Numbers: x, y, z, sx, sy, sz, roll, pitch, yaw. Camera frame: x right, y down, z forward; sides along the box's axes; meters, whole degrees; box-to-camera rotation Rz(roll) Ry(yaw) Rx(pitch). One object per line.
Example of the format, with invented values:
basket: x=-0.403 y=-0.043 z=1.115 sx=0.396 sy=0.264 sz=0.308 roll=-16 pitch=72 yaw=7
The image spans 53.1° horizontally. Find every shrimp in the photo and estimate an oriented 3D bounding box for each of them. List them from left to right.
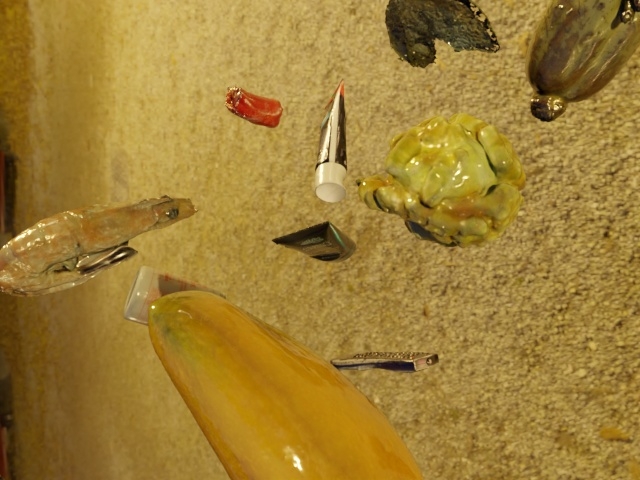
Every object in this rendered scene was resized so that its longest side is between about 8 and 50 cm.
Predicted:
shrimp: x=-0.238 y=0.004 z=0.695 sx=0.047 sy=0.223 sz=0.126 roll=55 pitch=147 yaw=22

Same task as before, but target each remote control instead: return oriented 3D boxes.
remote control: x=0.095 y=0.191 z=1.006 sx=0.212 sy=0.059 sz=0.028 roll=-14 pitch=82 yaw=54

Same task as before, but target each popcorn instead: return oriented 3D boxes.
popcorn: x=0.262 y=-0.128 z=1.332 sx=0.335 sy=0.274 sz=0.279 roll=39 pitch=106 yaw=32

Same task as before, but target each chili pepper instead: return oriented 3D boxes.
chili pepper: x=-0.137 y=-0.279 z=1.347 sx=0.073 sy=0.123 sz=0.070 roll=-25 pitch=58 yaw=47

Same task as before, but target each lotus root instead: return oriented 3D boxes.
lotus root: x=0.461 y=-0.350 z=1.130 sx=0.173 sy=0.173 sz=0.309 roll=64 pitch=145 yaw=32

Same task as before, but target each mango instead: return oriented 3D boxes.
mango: x=-0.018 y=0.154 z=0.509 sx=0.119 sy=0.317 sz=0.176 roll=-40 pitch=13 yaw=9

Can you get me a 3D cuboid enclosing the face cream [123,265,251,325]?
face cream: x=-0.219 y=0.129 z=1.158 sx=0.101 sy=0.252 sz=0.101 roll=-55 pitch=24 yaw=39

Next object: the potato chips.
potato chips: x=0.203 y=-0.377 z=1.148 sx=0.220 sy=0.202 sz=0.029 roll=-19 pitch=44 yaw=64

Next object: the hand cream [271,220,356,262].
hand cream: x=0.000 y=0.000 z=1.334 sx=0.120 sy=0.270 sz=0.061 roll=-17 pitch=75 yaw=15

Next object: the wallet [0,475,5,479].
wallet: x=-0.280 y=0.231 z=0.473 sx=0.244 sy=0.124 sz=0.025 roll=44 pitch=164 yaw=0

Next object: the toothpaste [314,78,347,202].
toothpaste: x=0.018 y=-0.148 z=0.936 sx=0.071 sy=0.045 sz=0.193 roll=127 pitch=152 yaw=-51
